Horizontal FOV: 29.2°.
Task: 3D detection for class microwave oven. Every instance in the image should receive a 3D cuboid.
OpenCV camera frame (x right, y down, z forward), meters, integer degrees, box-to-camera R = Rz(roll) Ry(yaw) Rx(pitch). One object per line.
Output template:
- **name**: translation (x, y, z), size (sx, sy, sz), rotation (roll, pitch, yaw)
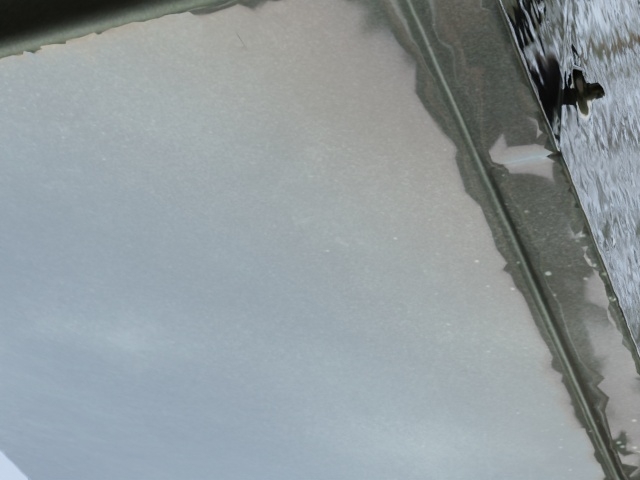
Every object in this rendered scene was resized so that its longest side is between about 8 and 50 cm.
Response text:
- **microwave oven**: translation (0.000, 0.000, 0.598), size (0.236, 0.374, 0.432), rotation (-78, -31, -43)
